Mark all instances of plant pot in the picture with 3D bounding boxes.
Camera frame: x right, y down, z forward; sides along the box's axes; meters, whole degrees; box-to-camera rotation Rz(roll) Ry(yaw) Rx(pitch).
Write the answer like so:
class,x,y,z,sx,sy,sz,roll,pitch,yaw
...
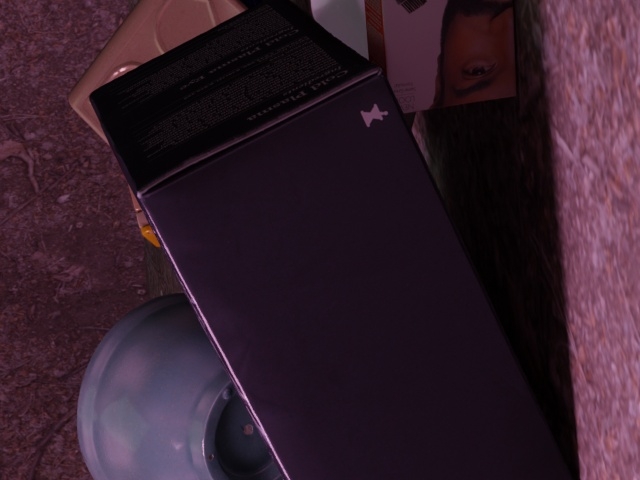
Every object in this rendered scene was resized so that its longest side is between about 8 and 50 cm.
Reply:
class,x,y,z,sx,sy,sz,roll,pitch,yaw
plant pot,-0.133,0.226,2.349,0.196,0.293,0.293,12,114,50

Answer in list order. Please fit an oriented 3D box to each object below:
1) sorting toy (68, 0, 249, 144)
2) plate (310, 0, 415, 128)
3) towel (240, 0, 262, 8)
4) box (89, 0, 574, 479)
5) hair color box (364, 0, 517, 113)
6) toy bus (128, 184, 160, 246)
class,x,y,z,sx,sy,sz,roll,pitch,yaw
sorting toy,-0.104,-0.193,1.926,0.229,0.307,0.041,46,-163,20
plate,0.038,-0.249,1.526,0.277,0.045,0.278,-114,18,-53
towel,-0.079,-0.184,2.170,0.308,0.076,0.228,-112,13,-59
box,-0.002,0.030,1.338,0.343,0.179,0.312,63,175,-19
hair color box,0.078,-0.175,1.234,0.053,0.093,0.167,-122,24,-64
toy bus,-0.110,-0.065,2.008,0.191,0.202,0.104,-60,-16,-6
